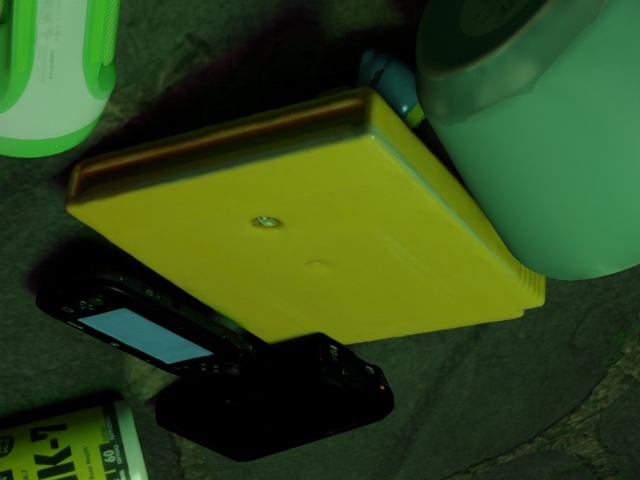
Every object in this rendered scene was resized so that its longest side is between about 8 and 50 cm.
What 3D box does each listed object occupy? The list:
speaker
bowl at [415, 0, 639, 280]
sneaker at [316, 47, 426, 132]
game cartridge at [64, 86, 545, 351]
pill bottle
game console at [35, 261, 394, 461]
[{"bbox_3d":[-0.176,-0.194,0.797,0.131,0.131,0.296,-5,138,-20],"label":"speaker"},{"bbox_3d":[0.186,-0.145,0.925,0.163,0.311,0.311,35,117,-25],"label":"bowl"},{"bbox_3d":[0.023,-0.082,1.084,0.082,0.069,0.209,37,140,1],"label":"sneaker"},{"bbox_3d":[0.000,0.000,1.083,0.285,0.052,0.324,-11,150,29],"label":"game cartridge"},{"bbox_3d":[-0.273,0.235,1.255,0.208,0.119,0.119,-14,141,-11],"label":"pill bottle"},{"bbox_3d":[-0.112,0.116,1.211,0.213,0.044,0.361,-23,140,33],"label":"game console"}]
